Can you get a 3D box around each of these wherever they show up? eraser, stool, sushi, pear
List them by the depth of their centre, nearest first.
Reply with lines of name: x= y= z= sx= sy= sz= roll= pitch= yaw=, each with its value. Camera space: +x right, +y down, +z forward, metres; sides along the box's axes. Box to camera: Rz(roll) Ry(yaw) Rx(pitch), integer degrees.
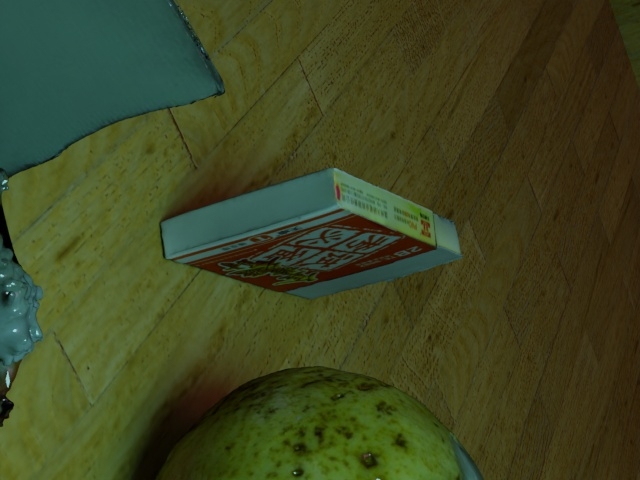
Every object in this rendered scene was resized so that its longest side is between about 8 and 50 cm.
sushi: x=-0.215 y=-0.002 z=0.778 sx=0.097 sy=0.103 sz=0.226 roll=-9 pitch=79 yaw=-64
stool: x=-0.172 y=-0.230 z=0.855 sx=0.270 sy=0.170 sz=0.244 roll=58 pitch=24 yaw=-33
pear: x=-0.005 y=0.227 z=0.951 sx=0.271 sy=0.271 sz=0.271 roll=36 pitch=47 yaw=-52
eraser: x=0.000 y=0.000 z=1.125 sx=0.230 sy=0.157 sz=0.038 roll=19 pitch=58 yaw=-59
